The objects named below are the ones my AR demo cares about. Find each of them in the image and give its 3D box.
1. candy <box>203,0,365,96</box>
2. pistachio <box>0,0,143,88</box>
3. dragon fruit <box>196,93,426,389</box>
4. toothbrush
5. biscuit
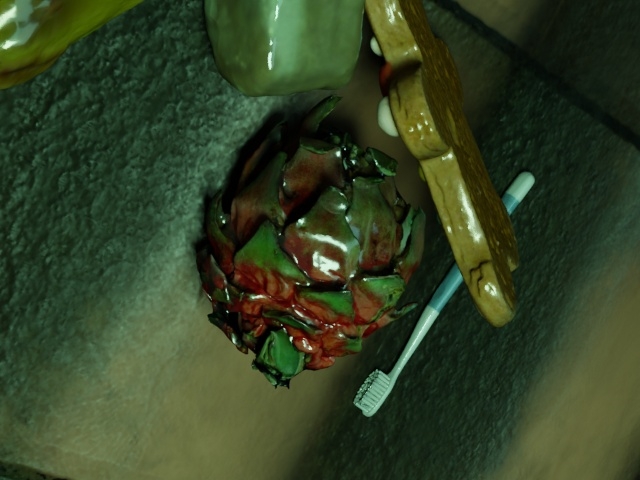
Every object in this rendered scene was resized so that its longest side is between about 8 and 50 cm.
[{"bbox_3d":[-0.022,-0.223,1.054,0.104,0.102,0.234,-9,117,-36],"label":"candy"},{"bbox_3d":[-0.186,-0.177,0.949,0.189,0.100,0.110,-38,106,-7],"label":"pistachio"},{"bbox_3d":[-0.005,0.007,1.125,0.188,0.182,0.182,-40,135,16],"label":"dragon fruit"},{"bbox_3d":[0.115,0.046,1.339,0.025,0.019,0.276,39,84,-34],"label":"toothbrush"},{"bbox_3d":[0.089,-0.099,1.158,0.049,0.205,0.324,-17,108,16],"label":"biscuit"}]
